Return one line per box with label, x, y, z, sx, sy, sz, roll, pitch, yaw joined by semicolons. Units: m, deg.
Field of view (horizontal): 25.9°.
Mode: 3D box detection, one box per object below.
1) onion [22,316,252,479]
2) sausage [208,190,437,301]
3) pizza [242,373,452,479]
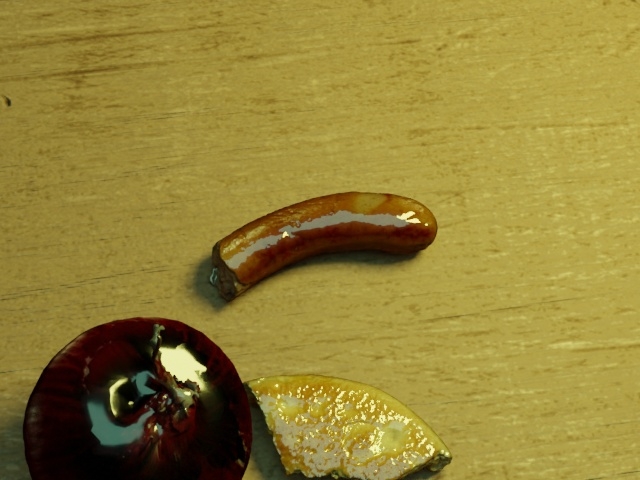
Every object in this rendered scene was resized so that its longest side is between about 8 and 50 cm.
onion;-0.192;0.207;1.577;0.273;0.285;0.273;12;63;-25
sausage;0.000;-0.005;1.777;0.302;0.076;0.103;-15;77;-8
pizza;0.028;0.232;1.691;0.271;0.056;0.134;9;65;-1
